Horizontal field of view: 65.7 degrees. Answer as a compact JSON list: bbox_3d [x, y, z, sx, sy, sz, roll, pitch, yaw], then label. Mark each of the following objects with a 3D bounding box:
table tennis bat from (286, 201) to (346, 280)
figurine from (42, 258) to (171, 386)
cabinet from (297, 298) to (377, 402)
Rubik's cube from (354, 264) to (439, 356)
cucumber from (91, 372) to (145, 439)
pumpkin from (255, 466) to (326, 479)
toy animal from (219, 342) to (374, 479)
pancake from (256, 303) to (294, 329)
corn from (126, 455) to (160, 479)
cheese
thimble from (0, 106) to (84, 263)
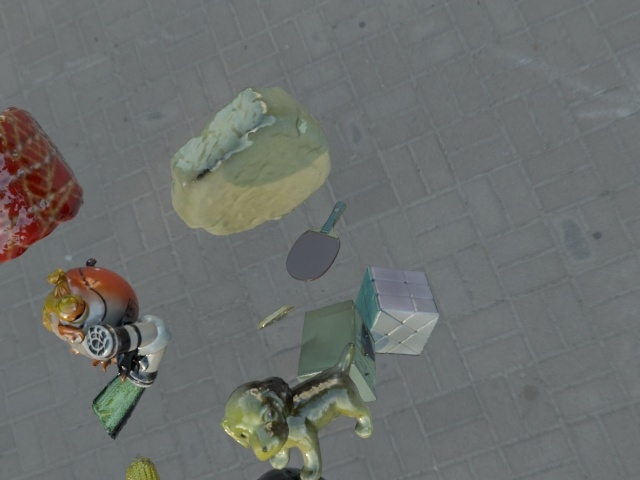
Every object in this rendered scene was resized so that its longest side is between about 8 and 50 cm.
[{"bbox_3d":[0.000,0.000,1.450,0.154,0.021,0.274,16,66,34],"label":"table tennis bat"},{"bbox_3d":[-0.506,0.182,1.157,0.323,0.320,0.196,32,63,22],"label":"figurine"},{"bbox_3d":[0.048,0.280,1.225,0.150,0.206,0.145,-18,124,18],"label":"cabinet"},{"bbox_3d":[0.259,0.248,1.750,0.221,0.225,0.231,6,128,-11],"label":"Rubik's cube"},{"bbox_3d":[-0.550,0.448,1.366,0.115,0.086,0.193,9,47,18],"label":"cucumber"},{"bbox_3d":[-0.084,0.724,1.216,0.315,0.238,0.315,10,49,-12],"label":"pumpkin"},{"bbox_3d":[-0.030,0.269,0.752,0.233,0.121,0.169,-17,104,-33],"label":"toy animal"},{"bbox_3d":[-0.154,0.262,1.689,0.151,0.151,0.025,-37,78,4],"label":"pancake"},{"bbox_3d":[-0.382,0.587,1.111,0.067,0.067,0.206,-24,79,6],"label":"corn"},{"bbox_3d":[-0.128,-0.140,0.936,0.318,0.326,0.115,-20,62,-20],"label":"cheese"},{"bbox_3d":[-0.648,-0.085,0.927,0.350,0.350,0.231,-21,119,7],"label":"thimble"}]
